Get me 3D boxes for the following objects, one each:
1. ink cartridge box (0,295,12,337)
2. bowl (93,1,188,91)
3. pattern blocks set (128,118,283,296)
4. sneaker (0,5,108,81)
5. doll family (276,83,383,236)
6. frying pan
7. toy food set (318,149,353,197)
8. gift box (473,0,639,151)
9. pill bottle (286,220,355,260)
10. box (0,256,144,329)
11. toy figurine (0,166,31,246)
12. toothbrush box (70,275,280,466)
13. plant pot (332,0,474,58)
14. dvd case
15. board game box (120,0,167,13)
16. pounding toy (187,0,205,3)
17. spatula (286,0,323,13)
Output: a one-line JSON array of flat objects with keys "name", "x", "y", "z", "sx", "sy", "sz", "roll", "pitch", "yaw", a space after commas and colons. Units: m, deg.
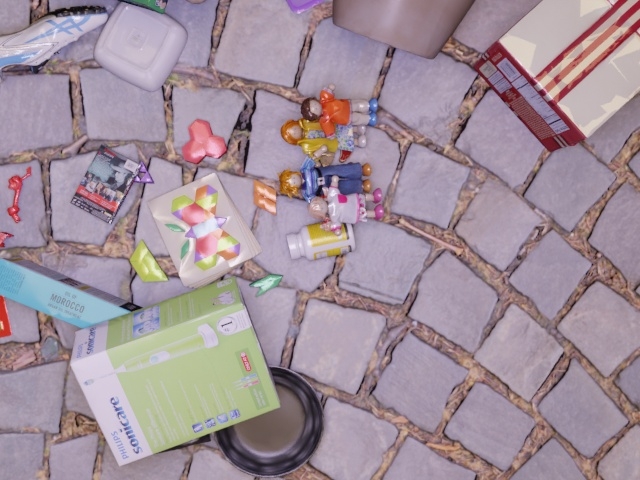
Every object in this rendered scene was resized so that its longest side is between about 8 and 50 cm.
[{"name": "ink cartridge box", "x": -0.647, "y": 0.120, "z": 1.489, "sx": 0.179, "sy": 0.045, "sz": 0.145, "roll": -12, "pitch": 91, "yaw": -1}, {"name": "bowl", "x": -0.322, "y": -0.352, "z": 1.509, "sx": 0.142, "sy": 0.053, "sz": 0.142, "roll": 29, "pitch": 87, "yaw": -1}, {"name": "pattern blocks set", "x": -0.208, "y": -0.021, "z": 1.524, "sx": 0.285, "sy": 0.026, "sz": 0.325, "roll": -39, "pitch": 92, "yaw": -3}, {"name": "sneaker", "x": -0.480, "y": -0.348, "z": 1.492, "sx": 0.237, "sy": 0.085, "sz": 0.086, "roll": -24, "pitch": 116, "yaw": -6}, {"name": "doll family", "x": 0.007, "y": -0.134, "z": 1.483, "sx": 0.163, "sy": 0.118, "sz": 0.262, "roll": -2, "pitch": 86, "yaw": -24}, {"name": "frying pan", "x": -0.146, "y": 0.355, "z": 1.510, "sx": 0.326, "sy": 0.053, "sz": 0.197, "roll": -33, "pitch": 89, "yaw": -2}, {"name": "toy food set", "x": 0.027, "y": -0.124, "z": 1.543, "sx": 0.078, "sy": 0.019, "sz": 0.122, "roll": 18, "pitch": 81, "yaw": -3}, {"name": "gift box", "x": 0.433, "y": -0.338, "z": 1.452, "sx": 0.258, "sy": 0.255, "sz": 0.276, "roll": -41, "pitch": 95, "yaw": -1}, {"name": "pill bottle", "x": 0.000, "y": 0.000, "z": 1.516, "sx": 0.116, "sy": 0.065, "sz": 0.065, "roll": -12, "pitch": 90, "yaw": -4}, {"name": "box", "x": -0.435, "y": 0.102, "z": 1.473, "sx": 0.244, "sy": 0.100, "sz": 0.060, "roll": 23, "pitch": 90, "yaw": -2}, {"name": "toy figurine", "x": -0.688, "y": -0.111, "z": 1.403, "sx": 0.363, "sy": 0.217, "sz": 0.191, "roll": 25, "pitch": 88, "yaw": -3}, {"name": "toothbrush box", "x": -0.234, "y": 0.212, "z": 1.399, "sx": 0.283, "sy": 0.122, "sz": 0.206, "roll": -21, "pitch": 113, "yaw": -5}, {"name": "plant pot", "x": 0.150, "y": -0.469, "z": 1.434, "sx": 0.323, "sy": 0.323, "sz": 0.280, "roll": 20, "pitch": 105, "yaw": -3}, {"name": "dvd case", "x": -0.379, "y": -0.100, "z": 1.511, "sx": 0.087, "sy": 0.013, "sz": 0.119, "roll": 26, "pitch": 89, "yaw": 12}, {"name": "board game box", "x": -0.353, "y": -0.513, "z": 1.395, "sx": 0.317, "sy": 0.046, "sz": 0.213, "roll": 22, "pitch": 95, "yaw": 25}, {"name": "pounding toy", "x": -0.249, "y": -0.521, "z": 1.480, "sx": 0.237, "sy": 0.110, "sz": 0.182, "roll": 30, "pitch": 122, "yaw": 31}, {"name": "spatula", "x": -0.075, "y": -0.551, "z": 1.535, "sx": 0.084, "sy": 0.030, "sz": 0.296, "roll": -26, "pitch": 90, "yaw": -4}]
